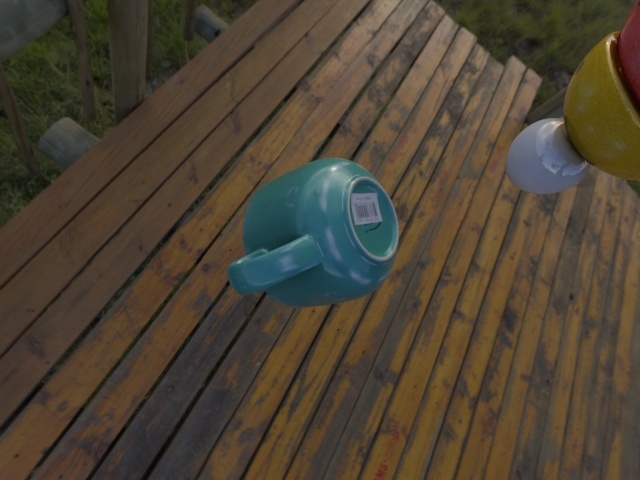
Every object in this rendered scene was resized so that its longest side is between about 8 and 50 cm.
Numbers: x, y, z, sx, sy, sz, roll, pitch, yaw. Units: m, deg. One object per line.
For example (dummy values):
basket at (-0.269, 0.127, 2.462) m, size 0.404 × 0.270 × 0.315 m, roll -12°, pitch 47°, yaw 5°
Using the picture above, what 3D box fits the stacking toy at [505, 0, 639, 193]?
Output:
stacking toy at (0.438, -0.186, 0.520) m, size 0.351 × 0.480 × 0.350 m, roll 14°, pitch 62°, yaw -28°

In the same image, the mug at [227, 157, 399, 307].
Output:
mug at (0.006, 0.002, 0.373) m, size 0.129 × 0.097 × 0.157 m, roll 44°, pitch 48°, yaw -32°
